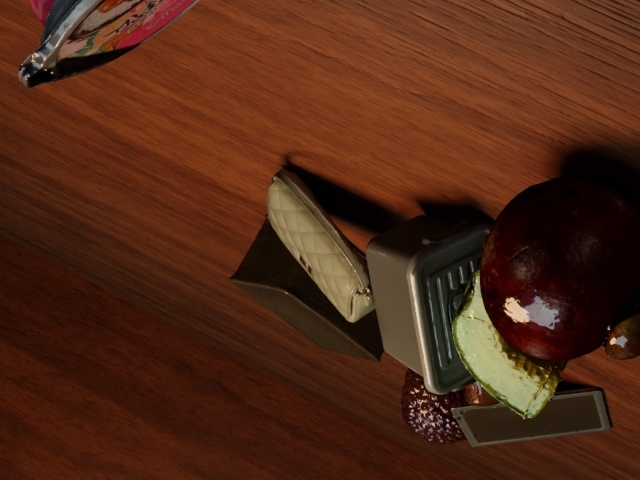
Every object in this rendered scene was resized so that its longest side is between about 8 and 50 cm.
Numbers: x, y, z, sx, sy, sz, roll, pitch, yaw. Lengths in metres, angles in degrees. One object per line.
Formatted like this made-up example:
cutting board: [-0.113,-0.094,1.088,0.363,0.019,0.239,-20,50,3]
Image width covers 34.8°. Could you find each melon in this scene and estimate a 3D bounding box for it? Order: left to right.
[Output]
melon: [0.277,0.084,1.378,0.169,0.129,0.265,25,122,5]

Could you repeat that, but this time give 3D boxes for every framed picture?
framed picture: [0.396,0.331,1.912,0.273,0.016,0.216,-10,148,15]

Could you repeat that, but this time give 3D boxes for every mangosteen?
mangosteen: [0.307,0.043,1.148,0.257,0.215,0.215,23,161,26]

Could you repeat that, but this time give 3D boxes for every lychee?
lychee: [0.254,0.322,2.042,0.188,0.188,0.188,26,162,9]

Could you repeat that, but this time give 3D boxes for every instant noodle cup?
instant noodle cup: [-0.207,-0.302,0.973,0.181,0.302,0.258,53,155,-2]

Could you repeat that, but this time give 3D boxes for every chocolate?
chocolate: [0.287,0.221,1.800,0.124,0.127,0.133,52,-178,37]

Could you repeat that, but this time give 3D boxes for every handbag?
handbag: [0.000,0.000,1.567,0.256,0.079,0.219,51,171,22]

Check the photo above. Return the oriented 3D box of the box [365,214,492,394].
box: [0.164,0.080,1.463,0.135,0.163,0.243,24,132,52]

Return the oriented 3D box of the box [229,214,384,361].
box: [0.002,0.087,1.840,0.273,0.143,0.184,40,159,-33]
